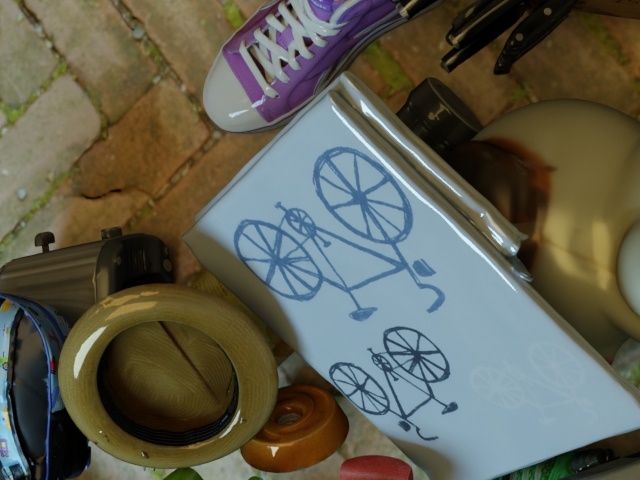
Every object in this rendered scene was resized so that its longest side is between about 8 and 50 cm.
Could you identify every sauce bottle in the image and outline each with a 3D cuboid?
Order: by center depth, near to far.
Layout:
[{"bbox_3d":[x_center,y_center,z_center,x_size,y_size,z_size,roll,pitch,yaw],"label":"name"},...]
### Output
[{"bbox_3d":[0.000,0.000,1.304,0.344,0.111,0.111,-45,78,18],"label":"sauce bottle"}]

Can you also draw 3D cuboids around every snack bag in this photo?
[{"bbox_3d":[0.068,0.055,1.138,0.342,0.037,0.323,44,149,-4],"label":"snack bag"}]

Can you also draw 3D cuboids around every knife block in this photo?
[{"bbox_3d":[0.169,-0.265,1.170,0.242,0.088,0.275,9,80,-2],"label":"knife block"}]

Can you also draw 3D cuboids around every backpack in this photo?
[{"bbox_3d":[-0.273,0.121,1.277,0.158,0.117,0.173,9,104,25],"label":"backpack"}]

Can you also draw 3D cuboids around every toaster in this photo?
[{"bbox_3d":[-0.219,0.102,1.385,0.147,0.129,0.226,-4,95,24],"label":"toaster"}]

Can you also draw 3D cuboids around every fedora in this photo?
[{"bbox_3d":[-0.127,0.103,1.245,0.194,0.079,0.194,-3,123,-4],"label":"fedora"}]

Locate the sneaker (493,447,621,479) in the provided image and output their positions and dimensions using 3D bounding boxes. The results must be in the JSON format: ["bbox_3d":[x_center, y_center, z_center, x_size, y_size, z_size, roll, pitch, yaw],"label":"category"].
[{"bbox_3d":[0.172,0.343,1.214,0.146,0.134,0.343,-11,54,41],"label":"sneaker"}]

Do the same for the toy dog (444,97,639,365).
[{"bbox_3d":[0.287,-0.023,1.103,0.408,0.284,0.395,-9,100,27],"label":"toy dog"}]

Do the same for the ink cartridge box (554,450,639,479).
[{"bbox_3d":[0.259,0.283,1.169,0.045,0.223,0.223,-13,86,48],"label":"ink cartridge box"}]

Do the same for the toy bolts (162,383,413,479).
[{"bbox_3d":[0.001,0.255,1.289,0.229,0.218,0.158,5,125,32],"label":"toy bolts"}]

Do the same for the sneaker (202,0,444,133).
[{"bbox_3d":[-0.014,-0.193,1.276,0.282,0.161,0.102,-38,81,19],"label":"sneaker"}]
